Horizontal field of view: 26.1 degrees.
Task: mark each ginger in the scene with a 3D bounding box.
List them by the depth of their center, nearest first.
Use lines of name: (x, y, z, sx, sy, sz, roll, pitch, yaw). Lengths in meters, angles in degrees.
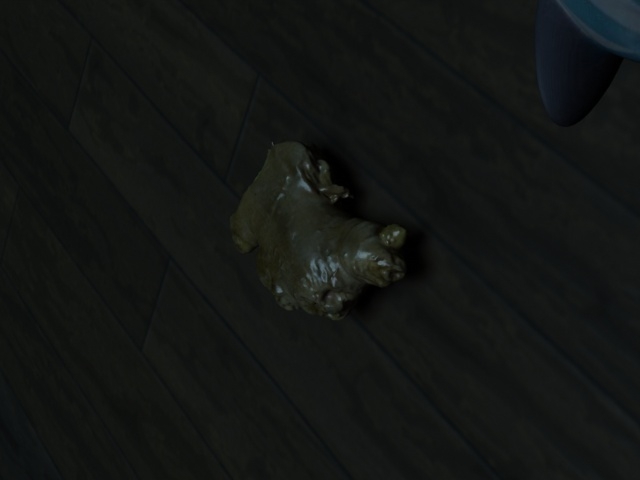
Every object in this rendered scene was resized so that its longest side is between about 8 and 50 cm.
ginger: (-0.002, 0.003, 1.193, 0.213, 0.074, 0.137, 42, 122, 38)

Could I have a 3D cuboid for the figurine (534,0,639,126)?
figurine: (0.273, -0.206, 0.766, 0.361, 0.266, 0.378, 26, 147, 24)
